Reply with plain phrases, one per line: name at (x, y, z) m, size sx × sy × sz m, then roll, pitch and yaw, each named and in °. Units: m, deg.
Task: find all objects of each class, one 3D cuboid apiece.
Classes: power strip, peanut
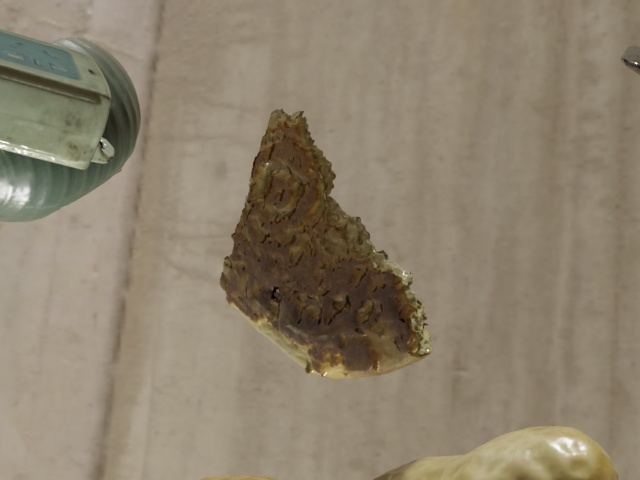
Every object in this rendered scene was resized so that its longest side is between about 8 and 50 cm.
power strip at (-0.232, -0.098, 0.672) m, size 0.272 × 0.078 × 0.052 m, roll 13°, pitch -68°, yaw -25°
peanut at (0.107, 0.211, 0.977) m, size 0.117 × 0.263 × 0.101 m, roll -25°, pitch -88°, yaw -50°

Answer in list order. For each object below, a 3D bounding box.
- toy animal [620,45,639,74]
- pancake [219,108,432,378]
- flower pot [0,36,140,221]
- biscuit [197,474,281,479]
toy animal at (0.237, -0.062, 0.710) m, size 0.121 × 0.117 × 0.210 m, roll -94°, pitch -10°, yaw -71°
pancake at (0.000, 0.000, 1.119) m, size 0.057 × 0.266 × 0.244 m, roll 2°, pitch -98°, yaw -41°
flower pot at (-0.291, -0.115, 1.322) m, size 0.157 × 0.189 × 0.243 m, roll 62°, pitch -143°, yaw -15°
biscuit at (-0.082, 0.275, 0.319) m, size 0.429 × 0.104 × 0.446 m, roll -68°, pitch -6°, yaw -70°
